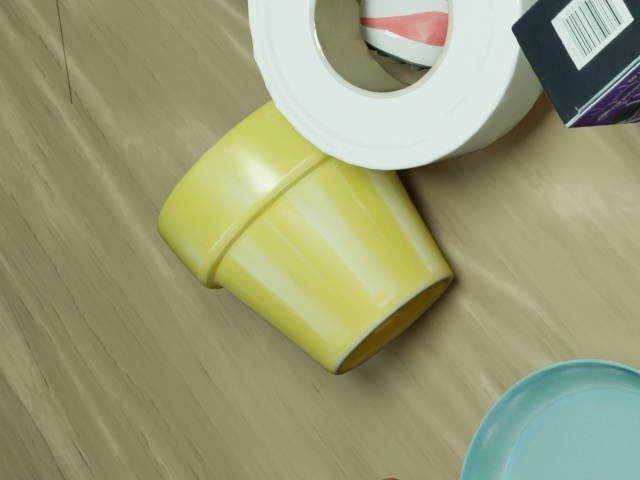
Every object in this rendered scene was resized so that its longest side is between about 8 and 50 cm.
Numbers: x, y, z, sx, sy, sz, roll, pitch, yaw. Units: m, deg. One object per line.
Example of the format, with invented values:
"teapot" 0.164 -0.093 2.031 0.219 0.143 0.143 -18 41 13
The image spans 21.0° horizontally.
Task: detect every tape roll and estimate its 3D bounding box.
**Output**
"tape roll" 0.076 -0.210 1.609 0.286 0.100 0.286 6 101 29

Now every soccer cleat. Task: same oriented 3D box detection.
"soccer cleat" 0.002 -0.286 1.753 0.318 0.108 0.116 26 112 4

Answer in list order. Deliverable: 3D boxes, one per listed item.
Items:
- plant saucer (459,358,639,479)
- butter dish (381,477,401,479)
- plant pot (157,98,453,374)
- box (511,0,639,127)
"plant saucer" 0.266 0.270 1.629 0.317 0.043 0.318 -2 87 43
"butter dish" 0.064 0.310 1.829 0.160 0.160 0.118 14 82 45
"plant pot" 0.000 0.000 1.786 0.239 0.254 0.254 50 130 11
"box" 0.292 -0.183 1.448 0.153 0.207 0.108 -45 62 42
